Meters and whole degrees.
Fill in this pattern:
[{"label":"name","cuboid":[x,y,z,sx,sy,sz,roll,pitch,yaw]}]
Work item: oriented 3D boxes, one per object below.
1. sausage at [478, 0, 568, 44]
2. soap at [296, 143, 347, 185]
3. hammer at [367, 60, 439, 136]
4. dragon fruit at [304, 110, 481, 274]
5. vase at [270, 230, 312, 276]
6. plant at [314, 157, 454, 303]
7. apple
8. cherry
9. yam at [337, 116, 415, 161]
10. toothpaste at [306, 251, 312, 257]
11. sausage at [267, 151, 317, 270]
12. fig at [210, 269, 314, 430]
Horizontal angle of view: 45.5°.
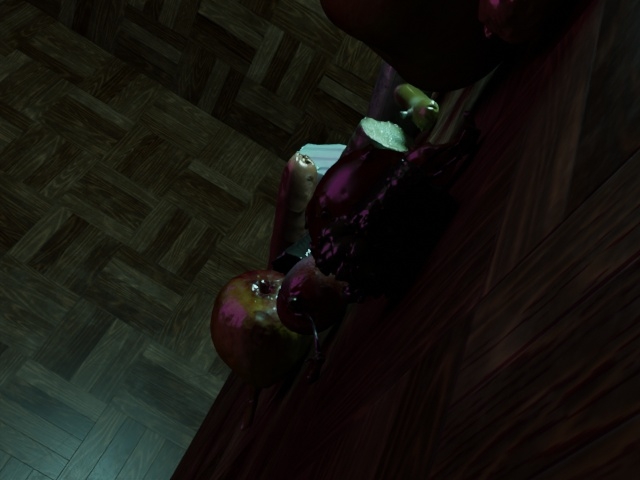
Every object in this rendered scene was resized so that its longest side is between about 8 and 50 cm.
[{"label":"sausage","cuboid":[0.249,-0.322,0.746,0.289,0.086,0.086,-60,3,1]},{"label":"soap","cuboid":[0.032,-0.145,1.731,0.230,0.145,0.091,-4,-50,-48]},{"label":"hammer","cuboid":[0.165,-0.251,1.373,0.305,0.113,0.201,-96,20,-66]},{"label":"dragon fruit","cuboid":[0.076,-0.053,0.823,0.246,0.125,0.125,-36,3,38]},{"label":"vase","cuboid":[0.000,0.000,1.549,0.237,0.115,0.115,-54,-1,-43]},{"label":"plant","cuboid":[0.059,-0.004,0.717,0.143,0.094,0.092,-47,19,6]},{"label":"apple","cuboid":[0.139,-0.318,0.915,0.264,0.264,0.264,-58,3,5]},{"label":"cherry","cuboid":[-0.015,0.096,0.958,0.107,0.090,0.225,-43,20,31]},{"label":"yam","cuboid":[0.073,-0.110,1.325,0.194,0.107,0.107,-58,3,31]},{"label":"toothpaste","cuboid":[0.034,0.004,1.224,0.312,0.071,0.089,-58,7,8]},{"label":"sausage","cuboid":[-0.071,0.025,1.635,0.088,0.088,0.433,-67,-13,-70]},{"label":"fig","cuboid":[-0.092,0.175,1.135,0.159,0.159,0.257,-65,-12,-67]}]
